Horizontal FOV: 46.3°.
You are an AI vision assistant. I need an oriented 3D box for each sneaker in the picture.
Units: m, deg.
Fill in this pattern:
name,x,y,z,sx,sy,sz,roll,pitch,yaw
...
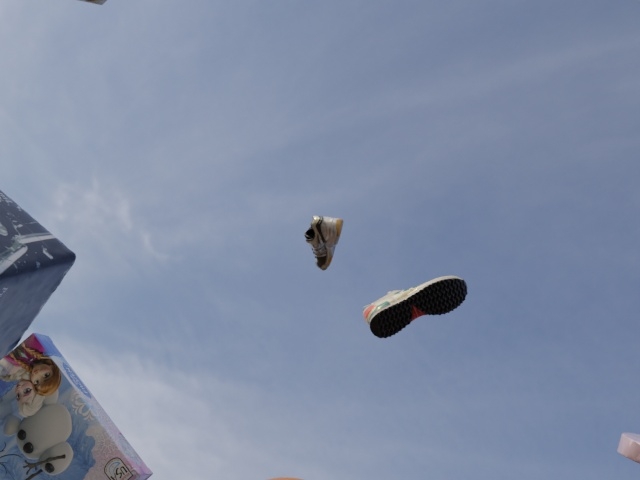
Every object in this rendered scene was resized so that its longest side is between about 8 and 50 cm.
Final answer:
name,x,y,z,sx,sy,sz,roll,pitch,yaw
sneaker,0.135,0.086,1.110,0.075,0.161,0.057,-134,-158,-66
sneaker,0.000,0.000,0.801,0.037,0.032,0.083,14,-38,-1

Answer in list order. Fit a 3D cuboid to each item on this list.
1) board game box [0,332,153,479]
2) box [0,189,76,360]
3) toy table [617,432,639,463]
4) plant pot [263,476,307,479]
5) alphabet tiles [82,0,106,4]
name,x,y,z,sx,sy,sz,roll,pitch,yaw
board game box,-0.142,0.107,0.356,0.090,0.090,0.020,47,-4,14
box,-0.628,0.004,0.823,0.480,0.472,0.297,40,-80,3
toy table,0.534,0.384,1.046,0.274,0.252,0.161,15,-91,5
plant pot,-0.072,0.575,1.251,0.291,0.203,0.291,1,-85,11
alphabet tiles,-0.264,-0.284,0.696,0.198,0.237,0.009,-18,-99,45
